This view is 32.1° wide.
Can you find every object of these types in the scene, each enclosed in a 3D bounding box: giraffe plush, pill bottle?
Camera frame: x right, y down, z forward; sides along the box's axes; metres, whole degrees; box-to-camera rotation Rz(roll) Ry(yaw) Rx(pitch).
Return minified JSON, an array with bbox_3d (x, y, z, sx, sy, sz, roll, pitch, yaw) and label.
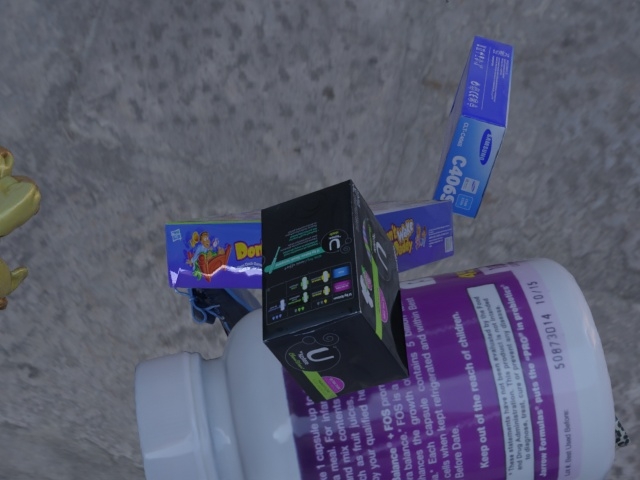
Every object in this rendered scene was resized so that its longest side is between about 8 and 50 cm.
[{"bbox_3d":[-0.422,0.013,1.342,0.181,0.170,0.210,-11,50,-18],"label":"giraffe plush"},{"bbox_3d":[0.032,0.116,0.766,0.301,0.169,0.169,-10,77,-4],"label":"pill bottle"}]

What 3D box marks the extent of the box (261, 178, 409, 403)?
[{"bbox_3d":[0.006,0.025,0.542,0.052,0.062,0.083,-19,48,17],"label":"box"}]

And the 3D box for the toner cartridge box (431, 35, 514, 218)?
[{"bbox_3d":[0.250,-0.192,1.800,0.075,0.165,0.348,15,32,3],"label":"toner cartridge box"}]

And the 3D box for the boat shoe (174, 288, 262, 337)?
[{"bbox_3d":[-0.161,0.099,1.727,0.089,0.258,0.109,-31,44,5],"label":"boat shoe"}]

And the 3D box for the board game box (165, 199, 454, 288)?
[{"bbox_3d":[0.000,0.000,1.387,0.233,0.347,0.078,0,95,25],"label":"board game box"}]

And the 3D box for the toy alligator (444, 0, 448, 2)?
[{"bbox_3d":[0.163,-0.396,1.511,0.051,0.189,0.056,-11,56,22],"label":"toy alligator"}]

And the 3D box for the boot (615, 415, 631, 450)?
[{"bbox_3d":[0.216,0.176,1.248,0.178,0.085,0.236,-31,67,7],"label":"boot"}]
